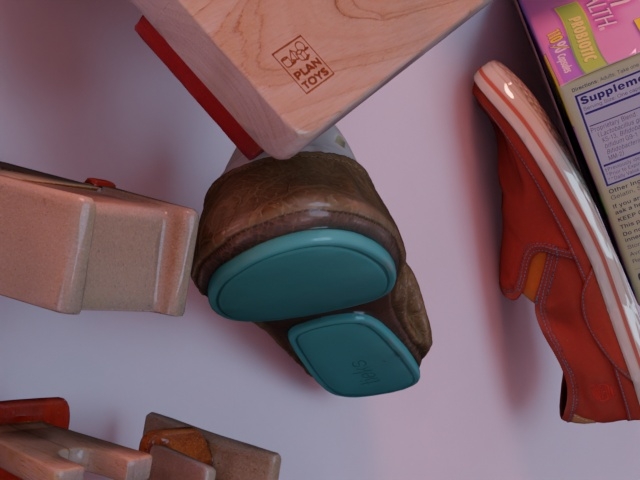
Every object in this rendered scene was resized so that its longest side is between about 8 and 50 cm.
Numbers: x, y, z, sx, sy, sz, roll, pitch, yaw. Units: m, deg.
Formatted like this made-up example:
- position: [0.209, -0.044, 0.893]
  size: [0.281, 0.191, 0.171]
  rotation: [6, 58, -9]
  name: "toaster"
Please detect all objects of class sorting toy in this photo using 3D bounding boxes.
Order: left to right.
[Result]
- position: [-0.041, -0.181, 0.681]
  size: [0.255, 0.089, 0.257]
  rotation: [48, 49, 1]
  name: "sorting toy"

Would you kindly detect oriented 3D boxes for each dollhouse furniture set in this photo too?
- position: [-0.148, 0.096, 0.609]
  size: [0.262, 0.135, 0.259]
  rotation: [6, 96, -55]
  name: "dollhouse furniture set"

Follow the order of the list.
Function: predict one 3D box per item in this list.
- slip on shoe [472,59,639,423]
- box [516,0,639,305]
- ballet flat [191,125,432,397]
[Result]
- position: [0.191, 0.010, 1.096]
  size: [0.123, 0.101, 0.331]
  rotation: [-66, 134, -73]
  name: "slip on shoe"
- position: [0.268, -0.110, 1.120]
  size: [0.214, 0.117, 0.243]
  rotation: [-98, 164, -53]
  name: "box"
- position: [0.000, 0.000, 0.764]
  size: [0.342, 0.116, 0.124]
  rotation: [49, 30, -67]
  name: "ballet flat"
